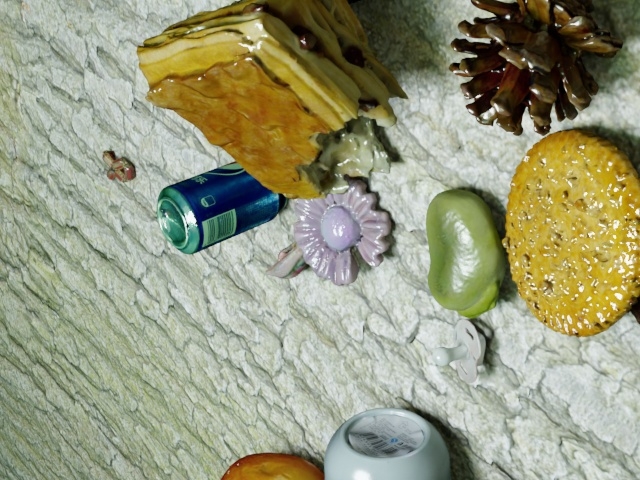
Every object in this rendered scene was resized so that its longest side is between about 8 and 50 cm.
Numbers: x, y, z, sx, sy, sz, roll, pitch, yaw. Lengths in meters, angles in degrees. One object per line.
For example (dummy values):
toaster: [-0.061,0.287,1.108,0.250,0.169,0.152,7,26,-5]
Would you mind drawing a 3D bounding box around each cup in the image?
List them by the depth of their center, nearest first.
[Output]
cup: [0.111,0.436,1.571,0.206,0.206,0.312,21,124,42]

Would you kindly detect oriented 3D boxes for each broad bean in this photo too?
broad bean: [0.193,0.021,1.333,0.124,0.082,0.174,20,126,45]

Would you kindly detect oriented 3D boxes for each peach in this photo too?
peach: [-0.080,0.509,1.810,0.281,0.238,0.281,48,-178,-2]

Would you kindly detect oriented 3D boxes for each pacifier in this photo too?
pacifier: [0.195,0.159,1.417,0.081,0.078,0.099,-128,32,-50]

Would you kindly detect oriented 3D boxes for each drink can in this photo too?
drink can: [-0.158,-0.060,1.599,0.118,0.205,0.118,28,130,41]

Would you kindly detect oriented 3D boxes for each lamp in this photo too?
lamp: [-0.404,-0.147,1.985,0.083,0.031,0.063,17,125,40]

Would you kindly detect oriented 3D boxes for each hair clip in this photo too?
hair clip: [-0.006,0.003,1.568,0.300,0.069,0.173,-36,80,52]

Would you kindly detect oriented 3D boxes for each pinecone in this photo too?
pinecone: [0.231,-0.206,1.104,0.179,0.150,0.195,43,142,16]

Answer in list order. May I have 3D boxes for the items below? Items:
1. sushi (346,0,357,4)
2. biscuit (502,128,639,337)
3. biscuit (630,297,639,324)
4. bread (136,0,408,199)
sushi: [0.039,-0.358,1.279,0.226,0.103,0.097,-14,107,46]
biscuit: [0.294,-0.009,1.167,0.254,0.035,0.253,177,90,-65]
biscuit: [0.471,0.159,1.094,0.388,0.073,0.107,58,141,9]
bread: [-0.033,-0.205,1.326,0.314,0.191,0.370,-4,149,44]
